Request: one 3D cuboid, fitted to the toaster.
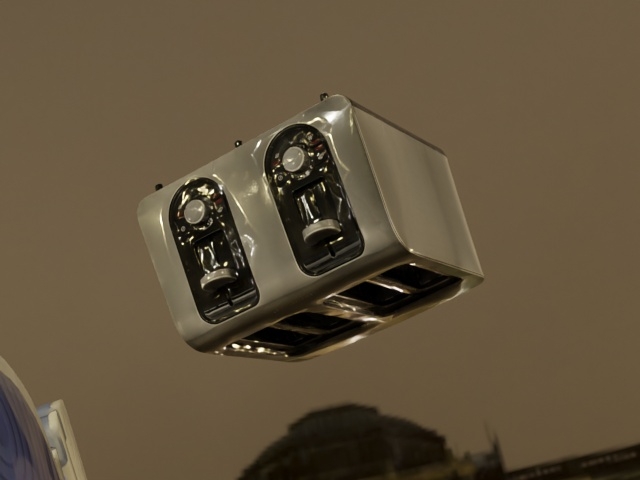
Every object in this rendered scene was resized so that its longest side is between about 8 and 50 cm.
[{"bbox_3d":[0.000,0.000,0.757,0.168,0.110,0.185,-25,-20,23],"label":"toaster"}]

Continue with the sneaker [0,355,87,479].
[{"bbox_3d":[-0.163,0.129,0.373,0.182,0.128,0.315,-19,-9,-11],"label":"sneaker"}]
